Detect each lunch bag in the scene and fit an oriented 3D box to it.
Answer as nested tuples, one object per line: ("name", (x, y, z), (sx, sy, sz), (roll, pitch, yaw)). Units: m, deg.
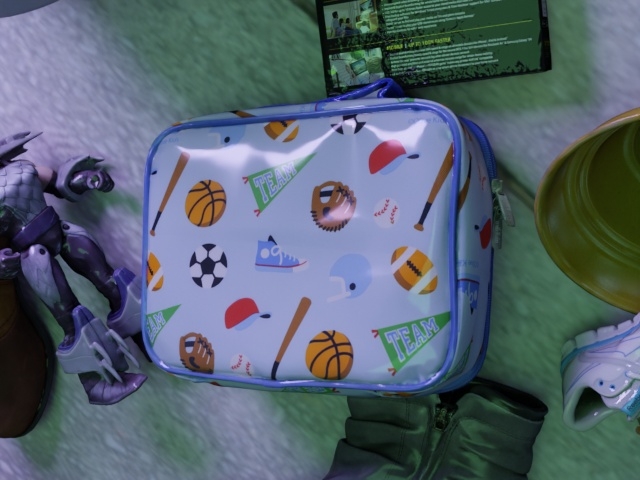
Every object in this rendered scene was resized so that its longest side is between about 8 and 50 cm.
("lunch bag", (0.000, 0.000, 0.773), (0.303, 0.115, 0.243), (-1, 84, 26))

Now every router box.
("router box", (0.086, -0.189, 0.762), (0.179, 0.046, 0.133), (-4, 100, 21))

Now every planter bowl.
("planter bowl", (0.269, -0.039, 0.684), (0.217, 0.090, 0.217), (15, 142, 12))

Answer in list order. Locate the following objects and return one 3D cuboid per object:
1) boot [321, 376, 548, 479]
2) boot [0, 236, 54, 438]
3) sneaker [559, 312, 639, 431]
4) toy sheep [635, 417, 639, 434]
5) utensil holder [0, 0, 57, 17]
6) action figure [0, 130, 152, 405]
("boot", (0.023, 0.208, 0.847), (0.338, 0.118, 0.223), (3, 95, 12))
("boot", (-0.354, 0.091, 0.850), (0.096, 0.280, 0.264), (11, 104, 18))
("sneaker", (0.246, 0.090, 0.707), (0.071, 0.083, 0.191), (33, 137, -7))
("toy sheep", (0.302, 0.152, 0.733), (0.132, 0.091, 0.091), (29, 110, 30))
("utensil holder", (-0.290, -0.408, 0.706), (0.385, 0.327, 0.327), (47, 112, 4))
("action figure", (-0.238, 0.005, 0.861), (0.099, 0.185, 0.285), (-23, 109, 47))
